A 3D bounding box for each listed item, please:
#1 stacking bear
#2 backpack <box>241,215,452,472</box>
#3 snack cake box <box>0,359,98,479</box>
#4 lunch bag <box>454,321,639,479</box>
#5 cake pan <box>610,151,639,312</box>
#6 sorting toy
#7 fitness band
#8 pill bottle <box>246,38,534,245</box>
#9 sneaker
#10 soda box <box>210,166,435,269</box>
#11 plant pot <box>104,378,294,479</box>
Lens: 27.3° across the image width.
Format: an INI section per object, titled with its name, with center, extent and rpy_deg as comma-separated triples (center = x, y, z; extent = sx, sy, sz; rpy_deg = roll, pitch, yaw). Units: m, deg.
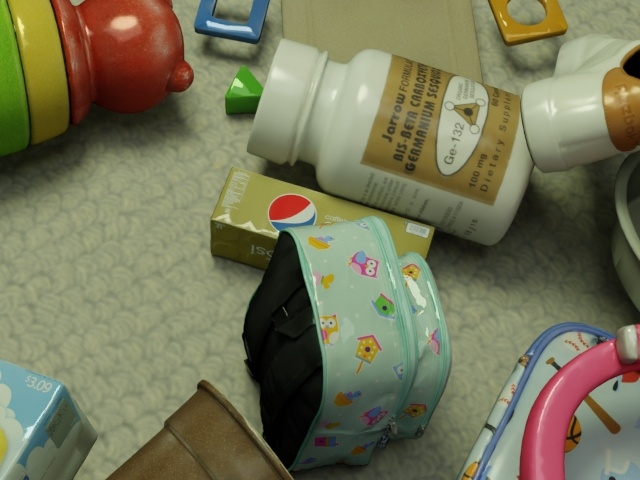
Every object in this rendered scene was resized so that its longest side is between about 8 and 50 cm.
[stacking bear]
center = -0.258, -0.148, 1.128
extent = 0.289, 0.164, 0.175
rpy_deg = -12, 61, -17
[backpack]
center = 0.019, 0.074, 0.997
extent = 0.144, 0.188, 0.166
rpy_deg = -7, 60, -9
[snack cake box]
center = -0.316, 0.143, 0.949
extent = 0.264, 0.089, 0.152
rpy_deg = 16, 60, 21
[lunch bag]
center = 0.217, 0.217, 0.977
extent = 0.243, 0.115, 0.303
rpy_deg = 29, 62, 9
[cake pan]
center = 0.364, 0.029, 1.080
extent = 0.293, 0.054, 0.293
rpy_deg = 14, 40, -12
[sorting toy]
center = 0.057, -0.183, 1.235
extent = 0.347, 0.047, 0.196
rpy_deg = -2, 66, -4
[fitness band]
center = 0.282, 0.161, 0.900
extent = 0.290, 0.054, 0.209
rpy_deg = 1, 75, -5
[pill bottle]
center = 0.061, -0.089, 1.117
extent = 0.229, 0.131, 0.131
rpy_deg = 17, 59, -2
[sneaker]
center = 0.260, -0.120, 1.111
extent = 0.123, 0.106, 0.290
rpy_deg = -12, 14, 24
[soda box]
center = 0.000, 0.000, 1.112
extent = 0.181, 0.061, 0.058
rpy_deg = 17, 60, 5
[plant pot]
center = -0.100, 0.213, 0.927
extent = 0.165, 0.167, 0.167
rpy_deg = -35, 68, -15
